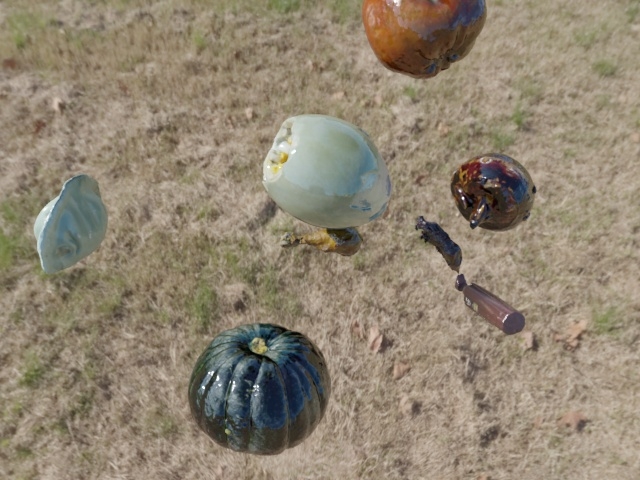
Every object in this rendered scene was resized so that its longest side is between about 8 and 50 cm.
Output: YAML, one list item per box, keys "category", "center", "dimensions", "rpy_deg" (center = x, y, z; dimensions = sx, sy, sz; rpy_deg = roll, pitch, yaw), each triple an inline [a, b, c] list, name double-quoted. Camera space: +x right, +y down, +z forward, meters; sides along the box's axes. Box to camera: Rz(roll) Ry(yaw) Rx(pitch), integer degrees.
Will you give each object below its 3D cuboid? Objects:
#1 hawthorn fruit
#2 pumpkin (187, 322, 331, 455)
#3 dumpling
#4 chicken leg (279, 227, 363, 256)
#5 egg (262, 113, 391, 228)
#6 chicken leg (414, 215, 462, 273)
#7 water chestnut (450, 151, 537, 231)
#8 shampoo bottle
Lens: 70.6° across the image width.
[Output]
- category: "hawthorn fruit"
  center: [0.220, -0.481, 0.978]
  dimensions: [0.258, 0.258, 0.262]
  rpy_deg: [-9, 55, -10]
- category: "pumpkin"
  center: [-0.092, 0.226, 0.704]
  dimensions: [0.220, 0.162, 0.220]
  rpy_deg: [0, 21, 0]
- category: "dumpling"
  center: [-0.502, -0.038, 0.891]
  dimensions: [0.107, 0.153, 0.219]
  rpy_deg: [-7, 43, 14]
- category: "chicken leg"
  center: [0.000, -0.003, 1.327]
  dimensions: [0.251, 0.107, 0.087]
  rpy_deg: [1, 68, 6]
- category: "egg"
  center: [0.031, -0.168, 1.171]
  dimensions: [0.335, 0.278, 0.279]
  rpy_deg: [19, 51, -19]
- category: "chicken leg"
  center: [0.399, 0.012, 1.499]
  dimensions: [0.063, 0.105, 0.234]
  rpy_deg: [-42, 84, -13]
- category: "water chestnut"
  center: [0.585, -0.151, 1.560]
  dimensions: [0.299, 0.300, 0.300]
  rpy_deg: [2, 54, -2]
- category: "shampoo bottle"
  center: [0.411, 0.154, 1.135]
  dimensions: [0.067, 0.068, 0.236]
  rpy_deg: [12, 13, -18]
